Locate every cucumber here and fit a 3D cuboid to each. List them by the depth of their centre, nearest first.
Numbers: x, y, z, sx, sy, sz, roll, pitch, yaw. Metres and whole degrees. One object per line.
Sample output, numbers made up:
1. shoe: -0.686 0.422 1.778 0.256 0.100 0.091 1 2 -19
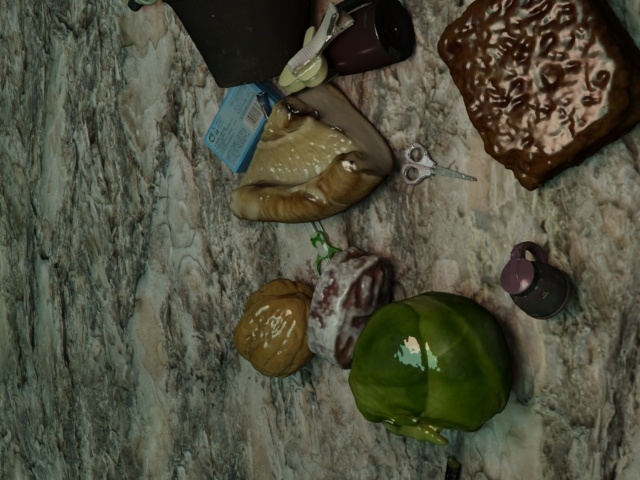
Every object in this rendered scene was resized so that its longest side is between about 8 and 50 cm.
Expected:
1. cucumber: 0.309 0.581 1.965 0.034 0.033 0.134 -139 52 -68

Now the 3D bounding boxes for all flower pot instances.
1. flower pot: -0.156 -0.508 1.934 0.380 0.379 0.251 1 112 36

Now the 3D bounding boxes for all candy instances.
1. candy: 0.066 0.157 1.952 0.157 0.214 0.289 24 109 34

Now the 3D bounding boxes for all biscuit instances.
1. biscuit: 0.436 -0.338 1.628 0.343 0.166 0.394 -35 76 33

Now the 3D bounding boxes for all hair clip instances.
1. hair clip: -0.017 -0.424 1.829 0.218 0.071 0.159 -48 38 21

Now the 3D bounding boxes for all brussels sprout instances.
1. brussels sprout: 0.234 0.266 1.824 0.371 0.276 0.314 -18 102 41

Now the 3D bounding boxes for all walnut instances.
1. walnut: -0.098 0.227 2.090 0.257 0.257 0.224 -56 34 29

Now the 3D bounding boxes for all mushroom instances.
1. mushroom: -0.036 -0.153 2.000 0.314 0.224 0.397 43 127 6

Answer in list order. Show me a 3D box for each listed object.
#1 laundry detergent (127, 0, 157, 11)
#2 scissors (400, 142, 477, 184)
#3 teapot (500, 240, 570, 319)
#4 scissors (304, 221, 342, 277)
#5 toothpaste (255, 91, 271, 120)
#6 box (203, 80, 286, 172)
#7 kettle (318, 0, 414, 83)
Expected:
1. laundry detergent: -0.460 -0.715 2.269 0.226 0.070 0.099 -38 82 34
2. scissors: 0.268 -0.159 1.874 0.189 0.015 0.100 19 106 31
3. teapot: 0.443 0.078 1.703 0.116 0.146 0.148 18 83 49
4. scissors: 0.000 0.000 2.089 0.101 0.027 0.204 -30 82 34
5. toothpaste: -0.136 -0.327 2.034 0.027 0.019 0.083 -20 84 12
6. box: -0.192 -0.307 2.141 0.142 0.083 0.232 45 122 20
7. kettle: 0.079 -0.473 1.886 0.232 0.144 0.201 -8 75 41
